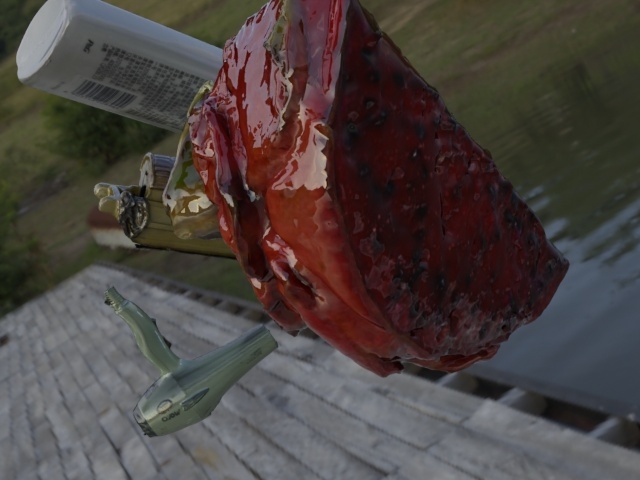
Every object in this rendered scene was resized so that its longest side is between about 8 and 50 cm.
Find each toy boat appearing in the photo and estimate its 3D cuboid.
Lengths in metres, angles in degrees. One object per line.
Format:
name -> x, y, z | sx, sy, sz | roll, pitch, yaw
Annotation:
toy boat -> -0.103, -0.031, 0.923 | 0.226, 0.088, 0.068 | 8, 17, -23

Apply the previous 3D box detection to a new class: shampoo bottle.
shampoo bottle -> -0.123, -0.129, 0.774 | 0.227, 0.056, 0.086 | 14, -39, -41

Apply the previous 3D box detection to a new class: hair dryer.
hair dryer -> -0.171, 0.146, 1.334 | 0.219, 0.225, 0.088 | -15, 12, -14

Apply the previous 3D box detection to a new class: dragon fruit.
dragon fruit -> 0.000, 0.000, 0.614 | 0.205, 0.317, 0.152 | 6, 67, 42
